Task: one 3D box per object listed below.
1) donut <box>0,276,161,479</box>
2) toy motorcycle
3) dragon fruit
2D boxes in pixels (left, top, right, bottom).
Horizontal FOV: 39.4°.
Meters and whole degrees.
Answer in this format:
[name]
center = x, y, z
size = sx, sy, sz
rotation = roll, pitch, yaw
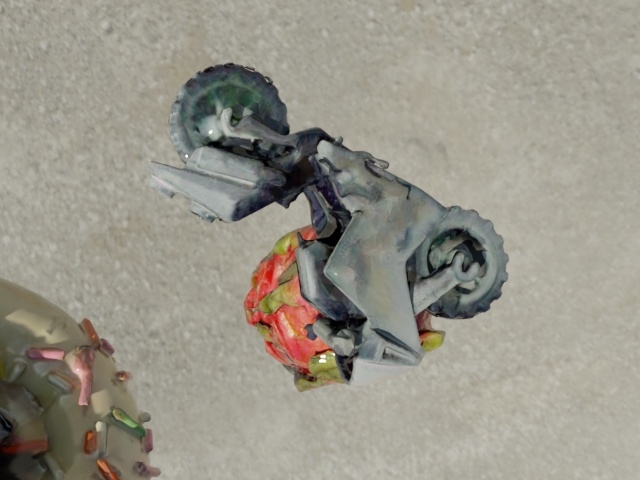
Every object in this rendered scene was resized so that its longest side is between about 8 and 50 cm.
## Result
[donut]
center = -0.304, 0.180, 0.768
size = 0.382, 0.382, 0.142
rotation = 20, 130, -40
[toy motorcycle]
center = 0.000, 0.000, 0.624
size = 0.270, 0.106, 0.159
rotation = 30, 82, -11
[dragon fruit]
center = 0.035, 0.051, 0.753
size = 0.166, 0.172, 0.160
rotation = 34, 58, -30
